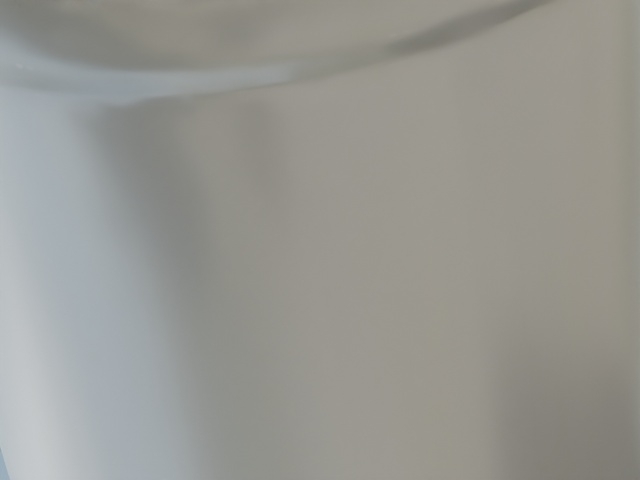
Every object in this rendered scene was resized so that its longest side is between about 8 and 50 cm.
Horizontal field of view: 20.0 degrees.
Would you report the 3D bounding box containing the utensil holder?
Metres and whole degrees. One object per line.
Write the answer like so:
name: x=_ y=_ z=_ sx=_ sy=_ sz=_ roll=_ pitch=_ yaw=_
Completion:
utensil holder: x=0.000 y=0.000 z=0.791 sx=0.327 sy=0.327 sz=0.385 roll=-30 pitch=-54 yaw=-31
